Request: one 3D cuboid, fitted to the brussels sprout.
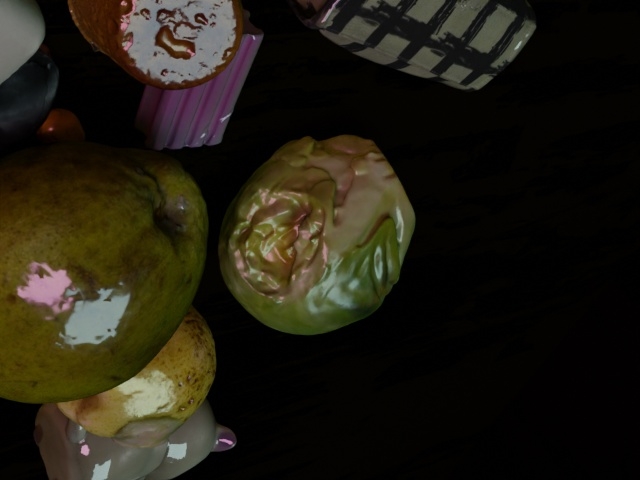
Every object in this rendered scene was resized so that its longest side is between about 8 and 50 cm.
[{"bbox_3d":[0.000,0.000,1.702,0.344,0.268,0.344,-25,143,-20],"label":"brussels sprout"}]

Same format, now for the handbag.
[{"bbox_3d":[0.048,-0.338,1.166,0.325,0.327,0.162,8,130,-52],"label":"handbag"}]

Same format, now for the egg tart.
[{"bbox_3d":[-0.180,-0.261,1.184,0.202,0.147,0.203,-12,131,-14],"label":"egg tart"}]

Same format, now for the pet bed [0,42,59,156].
[{"bbox_3d":[-0.407,-0.168,1.243,0.201,0.053,0.201,-26,150,-16],"label":"pet bed"}]

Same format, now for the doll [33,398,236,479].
[{"bbox_3d":[-0.363,0.359,1.937,0.370,0.215,0.226,5,134,-51],"label":"doll"}]

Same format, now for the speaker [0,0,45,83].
[{"bbox_3d":[-0.481,-0.168,1.040,0.406,0.183,0.184,-38,157,10],"label":"speaker"}]

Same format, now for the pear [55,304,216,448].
[{"bbox_3d":[-0.310,0.202,1.709,0.271,0.271,0.271,-25,151,-15],"label":"pear"}]

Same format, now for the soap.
[{"bbox_3d":[-0.167,-0.215,1.404,0.122,0.065,0.203,-8,143,-36],"label":"soap"}]

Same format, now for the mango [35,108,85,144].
[{"bbox_3d":[-0.337,-0.140,1.365,0.060,0.046,0.089,-38,155,8],"label":"mango"}]

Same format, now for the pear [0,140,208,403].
[{"bbox_3d":[-0.337,0.045,1.352,0.413,0.352,0.352,-30,155,21],"label":"pear"}]
